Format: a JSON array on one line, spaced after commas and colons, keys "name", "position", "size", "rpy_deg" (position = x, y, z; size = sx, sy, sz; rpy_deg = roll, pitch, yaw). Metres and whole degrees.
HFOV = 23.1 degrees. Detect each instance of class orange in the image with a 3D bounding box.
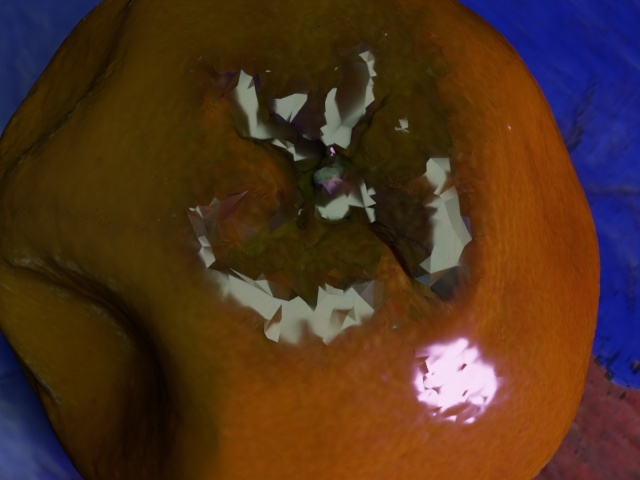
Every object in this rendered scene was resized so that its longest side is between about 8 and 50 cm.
[{"name": "orange", "position": [0.000, 0.000, 0.593], "size": [0.249, 0.183, 0.249], "rpy_deg": [4, 75, -15]}]
